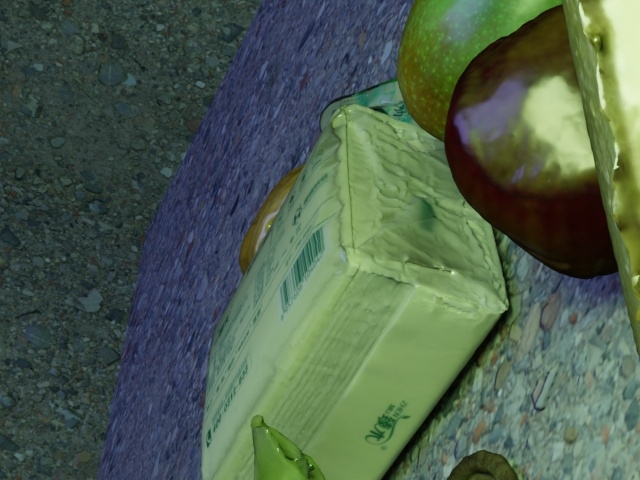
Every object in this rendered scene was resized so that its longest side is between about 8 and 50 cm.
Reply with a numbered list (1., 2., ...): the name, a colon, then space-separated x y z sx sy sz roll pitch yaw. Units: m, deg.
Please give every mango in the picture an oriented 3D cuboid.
1. mango: 0.217 -0.234 1.341 0.382 0.201 0.225 -45 12 33

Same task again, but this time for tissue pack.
1. tissue pack: 0.025 0.086 1.563 0.297 0.207 0.380 -90 24 -50

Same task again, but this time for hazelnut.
1. hazelnut: 0.216 -0.087 1.162 0.229 0.229 0.230 -159 90 -76

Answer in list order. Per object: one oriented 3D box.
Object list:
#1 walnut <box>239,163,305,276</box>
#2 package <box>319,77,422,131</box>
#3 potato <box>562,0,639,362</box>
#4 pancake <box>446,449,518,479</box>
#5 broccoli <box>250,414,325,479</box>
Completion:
1. walnut: 0.000 0.000 1.830 0.222 0.195 0.195 -66 14 6
2. package: 0.092 -0.135 1.725 0.232 0.040 0.166 -11 52 28
3. potato: 0.287 -0.076 0.716 0.385 0.319 0.442 63 -158 -52
4. pancake: 0.129 0.282 1.287 0.199 0.021 0.199 -161 90 -75
5. broccoli: 0.012 0.350 1.344 0.254 0.186 0.302 41 -117 -62
